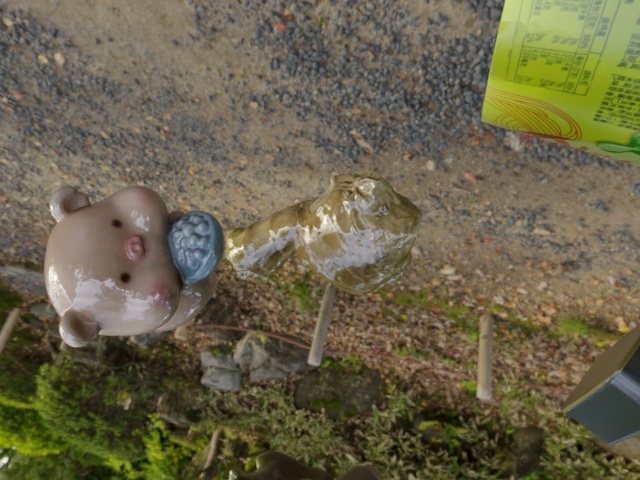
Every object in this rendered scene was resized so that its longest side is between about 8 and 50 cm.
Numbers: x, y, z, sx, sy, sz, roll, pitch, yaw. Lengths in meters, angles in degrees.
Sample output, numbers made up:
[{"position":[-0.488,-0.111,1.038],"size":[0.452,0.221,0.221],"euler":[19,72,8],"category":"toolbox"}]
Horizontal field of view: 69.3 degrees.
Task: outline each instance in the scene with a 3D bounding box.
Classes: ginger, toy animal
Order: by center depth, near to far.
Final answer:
[{"position":[0.005,0.006,0.358],"size":[0.165,0.067,0.096],"euler":[-17,122,34],"category":"ginger"},{"position":[-0.264,0.038,0.675],"size":[0.230,0.210,0.221],"euler":[-12,165,-23],"category":"toy animal"}]

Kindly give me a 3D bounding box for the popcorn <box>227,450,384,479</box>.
[{"position":[-0.006,0.309,0.377],"size":[0.258,0.270,0.224],"euler":[41,-158,11],"category":"popcorn"}]

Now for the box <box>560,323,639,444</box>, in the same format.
[{"position":[0.476,0.222,0.712],"size":[0.090,0.144,0.201],"euler":[41,154,25],"category":"box"}]

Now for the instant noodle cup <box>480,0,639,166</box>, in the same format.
[{"position":[0.248,-0.182,0.315],"size":[0.222,0.311,0.311],"euler":[14,156,16],"category":"instant noodle cup"}]
